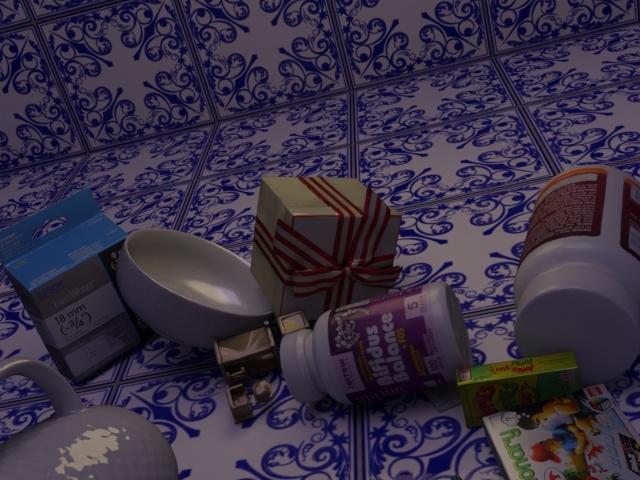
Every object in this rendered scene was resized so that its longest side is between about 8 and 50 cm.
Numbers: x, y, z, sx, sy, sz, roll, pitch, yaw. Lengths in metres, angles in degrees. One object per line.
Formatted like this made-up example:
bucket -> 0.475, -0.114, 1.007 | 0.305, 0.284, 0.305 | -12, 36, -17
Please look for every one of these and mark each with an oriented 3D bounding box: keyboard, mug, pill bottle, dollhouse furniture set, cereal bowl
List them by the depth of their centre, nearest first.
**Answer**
mug -> -0.349, 0.327, 1.047 | 0.276, 0.373, 0.328 | -12, 17, 24
pill bottle -> 0.092, 0.184, 1.404 | 0.302, 0.169, 0.169 | -17, 26, 16
pill bottle -> 0.454, 0.050, 1.414 | 0.224, 0.224, 0.392 | -3, 30, 24
keyboard -> 0.189, 0.219, 1.474 | 0.072, 0.014, 0.256 | -16, 27, -12
dollhouse furniture set -> -0.087, 0.244, 1.528 | 0.182, 0.101, 0.160 | -18, 52, -4
cereal bowl -> -0.258, 0.116, 1.671 | 0.339, 0.141, 0.339 | 23, 17, -7

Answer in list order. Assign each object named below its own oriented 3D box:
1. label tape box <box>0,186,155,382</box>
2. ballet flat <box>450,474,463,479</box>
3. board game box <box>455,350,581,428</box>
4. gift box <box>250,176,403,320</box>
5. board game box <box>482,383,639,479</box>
label tape box -> -0.495, 0.089, 1.724 | 0.241, 0.333, 0.106 | -33, 24, -29
ballet flat -> 0.202, 0.376, 1.151 | 0.041, 0.041, 0.114 | -10, 28, 11
board game box -> 0.310, 0.234, 1.290 | 0.182, 0.092, 0.043 | -11, 29, 11
gift box -> 0.000, 0.000, 1.628 | 0.255, 0.276, 0.258 | -6, 27, -20
board game box -> 0.359, 0.329, 1.128 | 0.193, 0.053, 0.305 | -17, 27, 1
